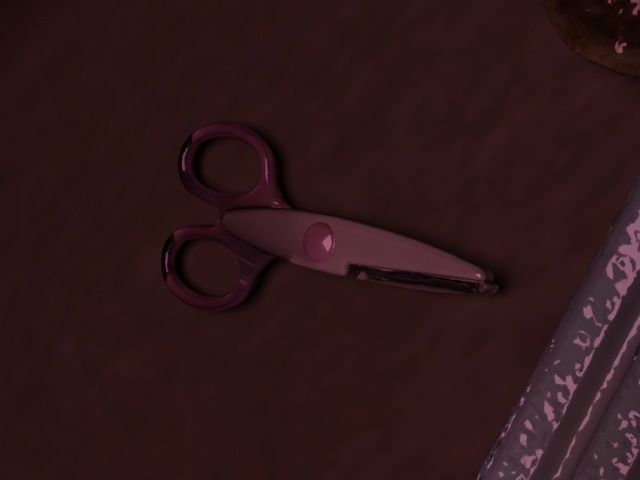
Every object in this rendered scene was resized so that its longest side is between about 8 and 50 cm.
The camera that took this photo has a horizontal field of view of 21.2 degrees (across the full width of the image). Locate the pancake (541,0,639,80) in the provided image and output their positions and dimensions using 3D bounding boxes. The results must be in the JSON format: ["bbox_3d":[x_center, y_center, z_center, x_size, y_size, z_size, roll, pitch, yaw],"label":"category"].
[{"bbox_3d":[0.139,-0.117,0.631,0.129,0.022,0.116,-55,48,17],"label":"pancake"}]

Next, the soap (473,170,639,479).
[{"bbox_3d":[0.142,0.047,0.601,0.114,0.063,0.198,35,106,31],"label":"soap"}]

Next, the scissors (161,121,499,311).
[{"bbox_3d":[0.000,0.000,0.728,0.176,0.022,0.085,13,93,37],"label":"scissors"}]
